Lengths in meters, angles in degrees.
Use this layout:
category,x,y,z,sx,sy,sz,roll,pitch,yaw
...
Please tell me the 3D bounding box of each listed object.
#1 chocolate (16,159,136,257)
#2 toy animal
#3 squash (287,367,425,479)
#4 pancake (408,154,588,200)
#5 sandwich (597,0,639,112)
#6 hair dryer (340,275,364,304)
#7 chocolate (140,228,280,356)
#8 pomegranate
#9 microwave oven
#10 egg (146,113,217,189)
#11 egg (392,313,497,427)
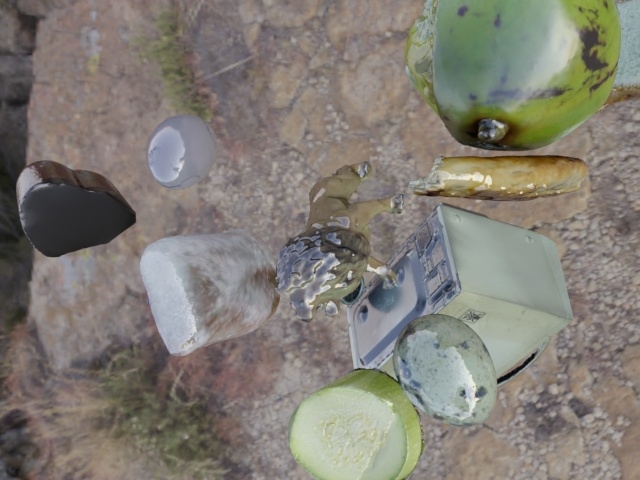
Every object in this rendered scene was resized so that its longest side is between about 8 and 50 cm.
category,x,y,z,sx,sy,sz,roll,pitch,yaw
chocolate,-0.325,-0.045,1.023,0.125,0.149,0.080,-54,45,30
toy animal,0.027,-0.016,0.608,0.086,0.220,0.069,16,120,4
squash,0.070,0.339,1.374,0.220,0.133,0.220,2,95,28
pancake,0.192,-0.079,0.973,0.244,0.266,0.057,-169,80,-65
sandwich,0.511,-0.307,1.293,0.215,0.065,0.186,0,85,54
hair dryer,0.000,0.000,1.716,0.195,0.078,0.248,18,116,40
chocolate,-0.157,0.068,1.267,0.100,0.303,0.185,-18,87,29
pomegranate,0.244,-0.261,0.957,0.260,0.260,0.340,16,76,40
microwave oven,0.284,0.143,1.684,0.394,0.333,0.247,-51,33,42
egg,-0.302,-0.191,1.709,0.146,0.198,0.146,8,136,8
egg,0.188,0.196,1.179,0.181,0.141,0.141,53,126,16
